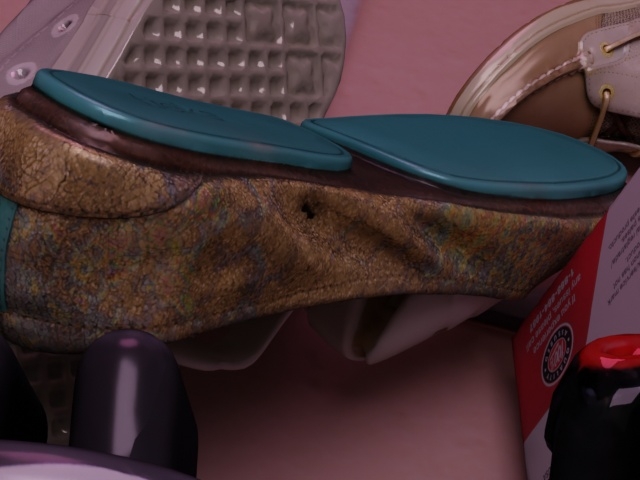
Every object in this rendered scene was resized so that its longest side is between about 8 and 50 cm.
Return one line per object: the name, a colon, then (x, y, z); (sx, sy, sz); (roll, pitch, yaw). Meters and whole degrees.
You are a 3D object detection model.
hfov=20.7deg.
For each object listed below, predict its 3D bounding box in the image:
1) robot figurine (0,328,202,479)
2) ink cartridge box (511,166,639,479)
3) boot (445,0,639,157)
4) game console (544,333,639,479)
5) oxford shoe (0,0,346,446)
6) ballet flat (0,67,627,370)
robot figurine: (-0.101, 0.170, 0.570); (0.173, 0.209, 0.278); (28, 56, -42)
ink cartridge box: (0.173, 0.101, 0.669); (0.114, 0.197, 0.273); (14, 47, -16)
boot: (0.182, -0.051, 0.896); (0.213, 0.077, 0.165); (-26, 61, -29)
game console: (0.182, 0.240, 0.479); (0.342, 0.060, 0.386); (12, 85, -17)
oxford shoe: (-0.146, 0.025, 0.748); (0.130, 0.169, 0.449); (-3, 43, 45)
ballet flat: (0.000, 0.000, 0.736); (0.348, 0.123, 0.123); (1, 42, -47)
